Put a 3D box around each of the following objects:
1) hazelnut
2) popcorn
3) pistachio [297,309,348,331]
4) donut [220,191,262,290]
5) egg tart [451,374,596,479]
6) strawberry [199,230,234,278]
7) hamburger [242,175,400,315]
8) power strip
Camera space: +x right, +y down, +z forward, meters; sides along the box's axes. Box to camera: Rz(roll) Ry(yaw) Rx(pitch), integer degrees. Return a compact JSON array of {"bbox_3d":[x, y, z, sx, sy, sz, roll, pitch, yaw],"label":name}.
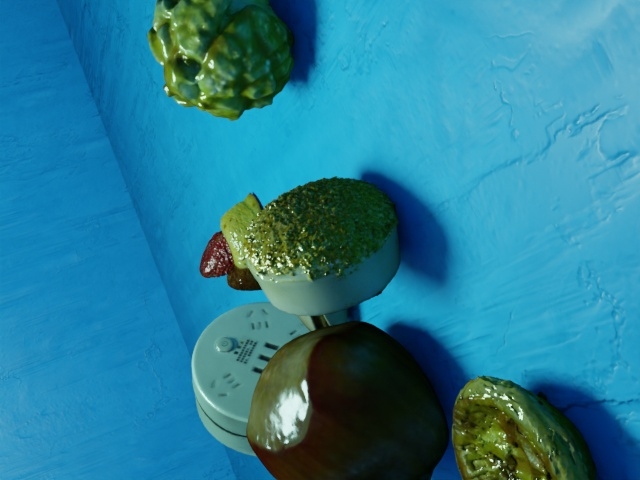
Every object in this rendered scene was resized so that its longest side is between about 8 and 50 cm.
[{"bbox_3d":[0.052,0.320,1.536,0.366,0.366,0.366,50,150,43],"label":"hazelnut"},{"bbox_3d":[-0.183,-0.375,1.601,0.279,0.274,0.335,26,-178,20],"label":"popcorn"},{"bbox_3d":[-0.007,0.103,1.763,0.152,0.126,0.223,-56,-53,-74],"label":"pistachio"},{"bbox_3d":[-0.182,0.047,2.147,0.151,0.112,0.295,49,151,48],"label":"donut"},{"bbox_3d":[0.302,0.316,1.197,0.290,0.115,0.290,46,146,45],"label":"egg tart"},{"bbox_3d":[-0.267,0.034,2.291,0.131,0.148,0.131,49,148,45],"label":"strawberry"},{"bbox_3d":[0.000,0.000,1.450,0.294,0.276,0.179,22,139,57],"label":"hamburger"},{"bbox_3d":[-0.115,0.317,1.928,0.357,0.357,0.161,55,155,35],"label":"power strip"}]
